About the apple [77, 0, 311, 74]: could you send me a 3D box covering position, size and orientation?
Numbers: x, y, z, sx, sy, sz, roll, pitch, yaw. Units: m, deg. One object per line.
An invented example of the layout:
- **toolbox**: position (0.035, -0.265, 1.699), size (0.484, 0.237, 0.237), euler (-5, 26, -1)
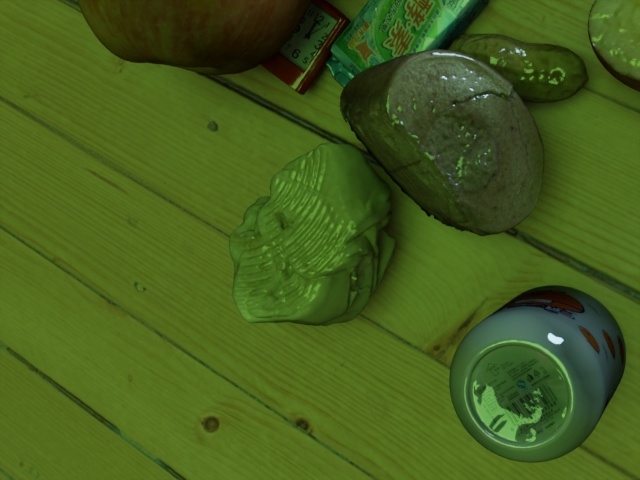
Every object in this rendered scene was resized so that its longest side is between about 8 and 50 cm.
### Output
- **apple**: position (-0.198, -0.439, 1.340), size (0.391, 0.391, 0.347), euler (16, 106, 23)

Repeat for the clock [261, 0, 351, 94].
- **clock**: position (-0.025, -0.345, 1.470), size (0.113, 0.061, 0.155), euler (41, 105, 23)

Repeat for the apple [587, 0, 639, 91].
- **apple**: position (0.513, -0.325, 1.170), size (0.251, 0.163, 0.293), euler (23, 90, 32)

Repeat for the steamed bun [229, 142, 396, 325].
- **steamed bun**: position (0.003, -0.001, 1.409), size (0.275, 0.203, 0.289), euler (-5, 77, 33)

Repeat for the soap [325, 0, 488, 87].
- **soap**: position (0.144, -0.351, 1.382), size (0.156, 0.077, 0.293), euler (45, 110, 16)

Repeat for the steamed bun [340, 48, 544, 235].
- **steamed bun**: position (0.195, -0.165, 1.270), size (0.199, 0.251, 0.301), euler (-43, 104, -5)

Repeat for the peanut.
- **peanut**: position (0.297, -0.265, 1.302), size (0.225, 0.108, 0.095), euler (15, 94, 21)

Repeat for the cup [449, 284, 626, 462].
- **cup**: position (0.313, 0.188, 1.208), size (0.212, 0.317, 0.212), euler (2, 95, 24)
